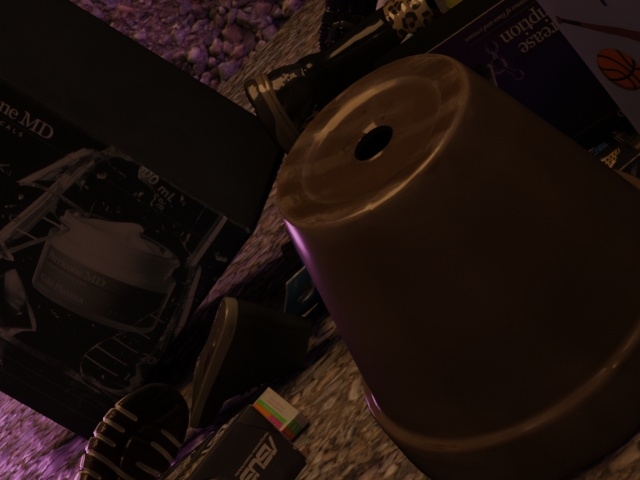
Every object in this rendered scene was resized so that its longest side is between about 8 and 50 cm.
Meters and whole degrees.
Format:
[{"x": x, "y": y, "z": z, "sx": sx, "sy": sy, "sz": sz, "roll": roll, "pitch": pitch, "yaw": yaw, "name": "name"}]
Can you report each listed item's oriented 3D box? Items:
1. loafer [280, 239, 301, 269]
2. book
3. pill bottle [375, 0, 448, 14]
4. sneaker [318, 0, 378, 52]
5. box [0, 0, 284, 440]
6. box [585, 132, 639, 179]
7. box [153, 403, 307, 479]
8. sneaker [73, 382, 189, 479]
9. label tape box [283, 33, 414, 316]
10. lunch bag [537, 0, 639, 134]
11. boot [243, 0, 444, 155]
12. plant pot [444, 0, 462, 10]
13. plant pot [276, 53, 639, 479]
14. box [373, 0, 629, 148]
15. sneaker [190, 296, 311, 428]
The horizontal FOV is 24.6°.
[{"x": 0.000, "y": 0.000, "z": 2.087, "sx": 0.125, "sy": 0.039, "sz": 0.045, "roll": -30, "pitch": -12, "yaw": 30, "name": "loafer"}, {"x": -0.084, "y": 0.242, "z": 1.680, "sx": 0.144, "sy": 0.035, "sz": 0.096, "roll": -46, "pitch": 20, "yaw": -8, "name": "book"}, {"x": 0.200, "y": -0.398, "z": 2.297, "sx": 0.204, "sy": 0.204, "sz": 0.361, "roll": -36, "pitch": 18, "yaw": 23, "name": "pill bottle"}, {"x": 0.048, "y": -0.408, "z": 2.280, "sx": 0.109, "sy": 0.286, "sz": 0.130, "roll": 10, "pitch": 31, "yaw": 11, "name": "sneaker"}, {"x": -0.381, "y": -0.045, "z": 2.103, "sx": 0.471, "sy": 0.480, "sz": 0.297, "roll": -53, "pitch": 11, "yaw": 30, "name": "box"}, {"x": 0.202, "y": -0.009, "z": 1.564, "sx": 0.295, "sy": 0.073, "sz": 0.293, "roll": -41, "pitch": 17, "yaw": 4, "name": "box"}, {"x": -0.210, "y": 0.360, "z": 1.402, "sx": 0.318, "sy": 0.097, "sz": 0.395, "roll": -45, "pitch": 3, "yaw": 39, "name": "box"}, {"x": -0.288, "y": 0.304, "z": 1.868, "sx": 0.281, "sy": 0.106, "sz": 0.162, "roll": -55, "pitch": 17, "yaw": -28, "name": "sneaker"}, {"x": 0.034, "y": -0.065, "z": 1.863, "sx": 0.347, "sy": 0.115, "sz": 0.249, "roll": -46, "pitch": -11, "yaw": -15, "name": "label tape box"}, {"x": 0.409, "y": -0.300, "z": 1.351, "sx": 0.385, "sy": 0.328, "sz": 0.239, "roll": -48, "pitch": 22, "yaw": -21, "name": "lunch bag"}, {"x": 0.075, "y": -0.218, "z": 2.100, "sx": 0.284, "sy": 0.138, "sz": 0.377, "roll": -32, "pitch": -20, "yaw": 11, "name": "boot"}, {"x": 0.335, "y": -0.338, "z": 1.668, "sx": 0.353, "sy": 0.366, "sz": 0.366, "roll": -53, "pitch": 15, "yaw": 8, "name": "plant pot"}, {"x": 0.120, "y": 0.006, "z": 1.237, "sx": 0.323, "sy": 0.280, "sz": 0.323, "roll": -28, "pitch": 35, "yaw": 22, "name": "plant pot"}, {"x": 0.209, "y": -0.171, "z": 1.517, "sx": 0.261, "sy": 0.184, "sz": 0.103, "roll": -34, "pitch": 20, "yaw": 23, "name": "box"}, {"x": -0.090, "y": 0.167, "z": 1.825, "sx": 0.083, "sy": 0.118, "sz": 0.222, "roll": -91, "pitch": 18, "yaw": -44, "name": "sneaker"}]
